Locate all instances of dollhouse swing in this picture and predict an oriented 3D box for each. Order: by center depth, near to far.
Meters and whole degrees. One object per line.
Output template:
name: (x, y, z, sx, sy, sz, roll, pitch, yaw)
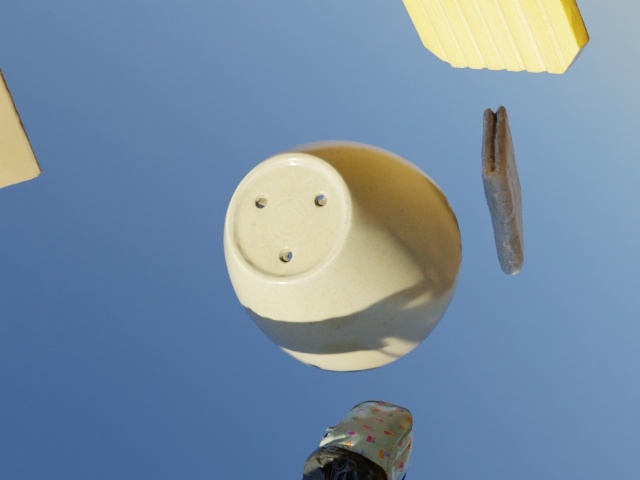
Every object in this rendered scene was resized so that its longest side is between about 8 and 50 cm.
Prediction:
dollhouse swing: (0.113, -0.311, 1.115, 0.315, 0.305, 0.347, -30, -152, -27)

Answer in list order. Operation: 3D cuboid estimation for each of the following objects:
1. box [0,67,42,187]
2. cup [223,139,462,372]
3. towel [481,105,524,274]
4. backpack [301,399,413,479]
box: (-0.294, -0.111, 0.565, 0.164, 0.021, 0.201, -21, -80, -15)
cup: (0.000, 0.000, 1.182, 0.331, 0.331, 0.237, 55, -170, 24)
towel: (0.303, -0.092, 1.485, 0.282, 0.049, 0.187, -71, -33, -58)
backpack: (0.073, 0.321, 1.323, 0.152, 0.115, 0.182, 19, -155, 22)
